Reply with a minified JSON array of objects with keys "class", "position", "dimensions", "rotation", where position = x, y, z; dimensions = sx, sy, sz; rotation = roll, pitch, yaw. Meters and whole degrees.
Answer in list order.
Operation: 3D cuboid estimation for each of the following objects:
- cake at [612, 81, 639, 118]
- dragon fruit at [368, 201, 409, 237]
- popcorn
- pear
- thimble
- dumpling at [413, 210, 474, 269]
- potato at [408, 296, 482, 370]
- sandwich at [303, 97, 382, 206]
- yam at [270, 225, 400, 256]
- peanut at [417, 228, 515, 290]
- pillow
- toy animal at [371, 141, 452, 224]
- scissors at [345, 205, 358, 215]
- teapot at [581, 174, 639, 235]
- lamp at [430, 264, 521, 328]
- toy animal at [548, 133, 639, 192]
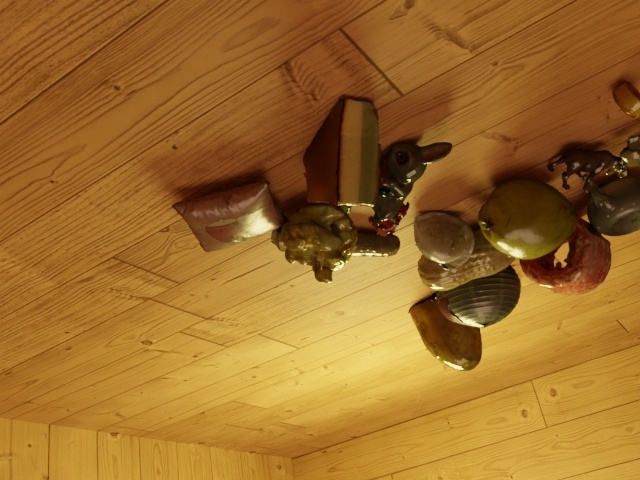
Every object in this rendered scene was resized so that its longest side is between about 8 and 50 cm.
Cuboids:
[{"class":"cake","position":[0.680,-0.307,1.520],"dimensions":[0.084,0.084,0.044],"rotation":[14,137,-38]},{"class":"dragon fruit","position":[0.171,-0.068,1.772],"dimensions":[0.112,0.068,0.126],"rotation":[-51,-174,-3]},{"class":"popcorn","position":[0.001,0.000,1.702],"dimensions":[0.187,0.185,0.167],"rotation":[-38,-172,-25]},{"class":"pear","position":[0.538,-0.055,1.796],"dimensions":[0.269,0.212,0.212],"rotation":[-4,151,-23]},{"class":"thimble","position":[0.707,0.042,2.000],"dimensions":[0.162,0.239,0.239],"rotation":[19,140,-38]},{"class":"dumpling","position":[0.335,-0.008,1.890],"dimensions":[0.150,0.176,0.092],"rotation":[-41,168,-13]},{"class":"potato","position":[0.455,0.331,2.403],"dimensions":[0.229,0.266,0.229],"rotation":[-10,148,-6]},{"class":"sandwich","position":[0.043,-0.186,1.495],"dimensions":[0.108,0.220,0.186],"rotation":[1,-174,-26]},{"class":"yam","position":[0.046,0.005,1.862],"dimensions":[0.371,0.083,0.083],"rotation":[3,148,-25]},{"class":"peanut","position":[0.430,0.045,1.996],"dimensions":[0.313,0.152,0.152],"rotation":[-20,151,0]},{"class":"pillow","position":[-0.207,-0.059,1.645],"dimensions":[0.236,0.084,0.223],"rotation":[-18,153,-1]},{"class":"toy animal","position":[0.189,-0.161,1.602],"dimensions":[0.125,0.127,0.251],"rotation":[28,119,-33]},{"class":"scissors","position":[0.060,-0.109,1.718],"dimensions":[0.133,0.020,0.187],"rotation":[-19,151,23]},{"class":"teapot","position":[0.832,-0.099,1.905],"dimensions":[0.294,0.129,0.193],"rotation":[9,146,-35]},{"class":"lamp","position":[0.483,0.159,2.134],"dimensions":[0.265,0.233,0.233],"rotation":[4,148,-17]},{"class":"toy animal","position":[0.700,-0.192,1.721],"dimensions":[0.214,0.094,0.186],"rotation":[4,145,-21]}]
